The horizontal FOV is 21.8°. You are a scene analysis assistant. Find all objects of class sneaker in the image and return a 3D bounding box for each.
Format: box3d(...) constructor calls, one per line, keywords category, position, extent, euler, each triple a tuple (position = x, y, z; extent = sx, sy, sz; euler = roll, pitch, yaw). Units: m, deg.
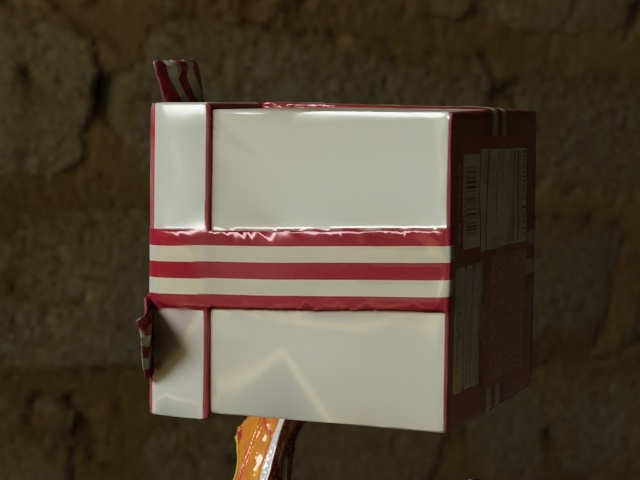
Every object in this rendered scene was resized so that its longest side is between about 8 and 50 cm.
box3d(category="sneaker", position=(-0.050, 0.176, 1.612), extent=(0.067, 0.175, 0.064), euler=(14, -15, 32))

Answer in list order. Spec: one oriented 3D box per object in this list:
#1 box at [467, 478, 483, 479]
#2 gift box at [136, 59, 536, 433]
box3d(category="box", position=(0.142, 0.344, 0.678), extent=(0.293, 0.395, 0.212), euler=(16, 14, -9))
box3d(category="gift box", position=(0.000, 0.000, 1.210), extent=(0.258, 0.255, 0.276), euler=(2, 0, 23))
